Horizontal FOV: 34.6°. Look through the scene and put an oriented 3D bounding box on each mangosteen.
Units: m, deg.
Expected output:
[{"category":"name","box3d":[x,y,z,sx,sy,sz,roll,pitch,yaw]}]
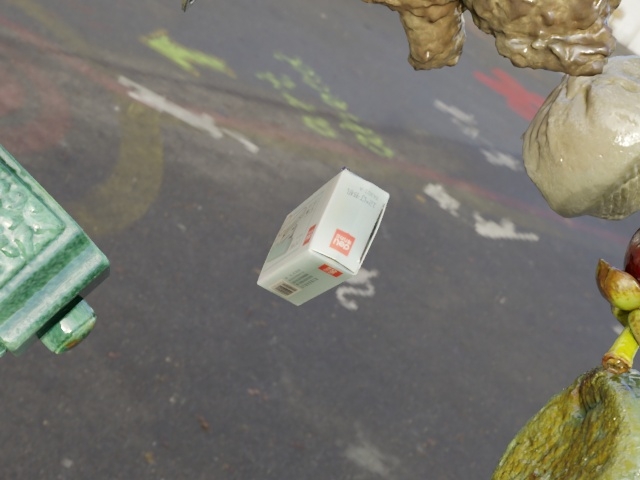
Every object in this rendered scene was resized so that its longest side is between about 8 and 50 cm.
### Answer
[{"category":"mangosteen","box3d":[0.358,0.055,1.043,0.156,0.181,0.145,44,24,12]}]

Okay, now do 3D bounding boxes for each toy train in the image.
[{"category":"toy train","box3d":[-0.342,-0.011,1.011,0.299,0.167,0.238,45,-15,0]}]

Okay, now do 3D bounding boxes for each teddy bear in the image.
[{"category":"teddy bear","box3d":[0.105,-0.250,0.785,0.222,0.246,0.296,14,19,-8]}]

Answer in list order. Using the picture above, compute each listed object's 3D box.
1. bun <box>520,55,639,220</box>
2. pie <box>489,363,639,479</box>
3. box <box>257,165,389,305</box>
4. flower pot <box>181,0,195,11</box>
[{"category":"bun","box3d":[0.423,-0.156,1.531,0.281,0.281,0.205,4,45,-50]},{"category":"pie","box3d":[0.286,0.265,1.157,0.078,0.277,0.277,32,22,-10]},{"category":"box","box3d":[0.000,0.000,1.486,0.079,0.135,0.269,28,-20,-12]},{"category":"flower pot","box3d":[-0.223,-0.455,1.438,0.202,0.212,0.212,26,23,-6]}]
